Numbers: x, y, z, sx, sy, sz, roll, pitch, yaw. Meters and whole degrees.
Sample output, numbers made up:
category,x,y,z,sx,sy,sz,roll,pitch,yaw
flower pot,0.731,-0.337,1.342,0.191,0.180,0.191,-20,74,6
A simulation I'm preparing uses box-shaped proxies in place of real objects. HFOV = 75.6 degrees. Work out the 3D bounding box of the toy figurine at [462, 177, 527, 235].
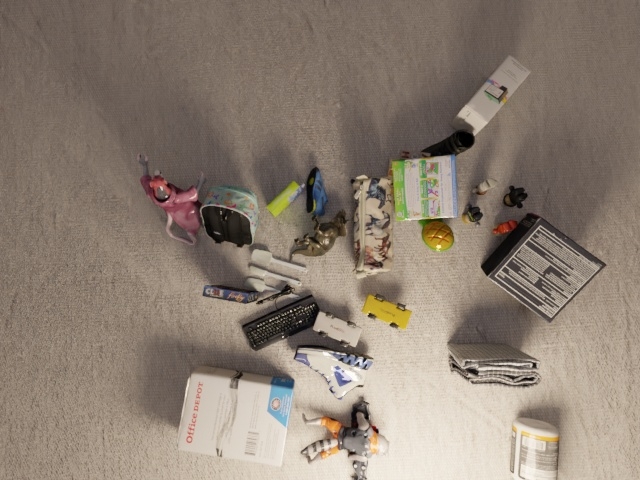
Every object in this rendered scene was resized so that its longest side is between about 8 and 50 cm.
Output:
category,x,y,z,sx,sy,sz,roll,pitch,yaw
toy figurine,0.708,-0.137,1.686,0.209,0.148,0.213,19,87,8

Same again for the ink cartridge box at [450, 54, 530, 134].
category,x,y,z,sx,sy,sz,roll,pitch,yaw
ink cartridge box,0.687,-0.578,1.693,0.117,0.201,0.278,41,86,4

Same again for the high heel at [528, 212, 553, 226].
category,x,y,z,sx,sy,sz,roll,pitch,yaw
high heel,0.910,0.005,1.698,0.117,0.082,0.244,-42,98,-13

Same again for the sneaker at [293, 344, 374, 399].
category,x,y,z,sx,sy,sz,roll,pitch,yaw
sneaker,0.043,0.522,1.623,0.315,0.127,0.182,11,82,-1

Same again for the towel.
category,x,y,z,sx,sy,sz,roll,pitch,yaw
towel,0.648,0.480,1.576,0.283,0.235,0.121,-1,90,0

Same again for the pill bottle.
category,x,y,z,sx,sy,sz,roll,pitch,yaw
pill bottle,0.813,0.841,1.575,0.162,0.162,0.278,6,85,1

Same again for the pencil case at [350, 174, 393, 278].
category,x,y,z,sx,sy,sz,roll,pitch,yaw
pencil case,0.202,-0.054,1.655,0.183,0.160,0.410,5,83,-41

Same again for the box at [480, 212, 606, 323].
category,x,y,z,sx,sy,sz,roll,pitch,yaw
box,0.845,0.100,1.603,0.296,0.183,0.294,38,104,3

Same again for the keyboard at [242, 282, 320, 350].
category,x,y,z,sx,sy,sz,roll,pitch,yaw
keyboard,-0.168,0.303,1.687,0.317,0.033,0.202,-24,89,-3

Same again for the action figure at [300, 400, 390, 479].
category,x,y,z,sx,sy,sz,roll,pitch,yaw
action figure,0.103,0.808,1.576,0.330,0.178,0.341,-6,82,9

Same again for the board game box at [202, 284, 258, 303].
category,x,y,z,sx,sy,sz,roll,pitch,yaw
board game box,-0.340,0.206,1.595,0.165,0.243,0.042,10,84,1

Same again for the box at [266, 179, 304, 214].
category,x,y,z,sx,sy,sz,roll,pitch,yaw
box,-0.141,-0.176,1.700,0.178,0.109,0.042,-44,84,-4

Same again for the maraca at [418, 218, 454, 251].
category,x,y,z,sx,sy,sz,roll,pitch,yaw
maraca,0.475,-0.036,1.697,0.127,0.099,0.186,-12,58,-4

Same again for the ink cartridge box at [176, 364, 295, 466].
category,x,y,z,sx,sy,sz,roll,pitch,yaw
ink cartridge box,-0.315,0.662,1.589,0.394,0.166,0.285,10,84,0

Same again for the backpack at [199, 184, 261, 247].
category,x,y,z,sx,sy,sz,roll,pitch,yaw
backpack,-0.351,-0.109,1.625,0.225,0.253,0.191,12,65,2

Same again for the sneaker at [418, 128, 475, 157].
category,x,y,z,sx,sy,sz,roll,pitch,yaw
sneaker,0.501,-0.369,1.701,0.295,0.147,0.105,-29,87,-1

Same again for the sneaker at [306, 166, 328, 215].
category,x,y,z,sx,sy,sz,roll,pitch,yaw
sneaker,-0.011,-0.203,1.734,0.082,0.069,0.209,10,73,-32

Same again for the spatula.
category,x,y,z,sx,sy,sz,roll,pitch,yaw
spatula,-0.183,0.144,1.711,0.242,0.019,0.168,16,87,2

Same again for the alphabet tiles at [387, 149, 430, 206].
category,x,y,z,sx,sy,sz,roll,pitch,yaw
alphabet tiles,0.375,-0.249,1.709,0.198,0.009,0.237,10,101,11

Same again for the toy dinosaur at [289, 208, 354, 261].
category,x,y,z,sx,sy,sz,roll,pitch,yaw
toy dinosaur,0.000,0.000,1.676,0.160,0.121,0.313,34,100,-29

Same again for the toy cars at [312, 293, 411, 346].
category,x,y,z,sx,sy,sz,roll,pitch,yaw
toy cars,0.166,0.322,1.668,0.393,0.087,0.176,-19,80,1

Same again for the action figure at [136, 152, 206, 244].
category,x,y,z,sx,sy,sz,roll,pitch,yaw
action figure,-0.584,-0.156,1.567,0.248,0.370,0.276,15,83,0

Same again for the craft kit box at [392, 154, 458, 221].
category,x,y,z,sx,sy,sz,roll,pitch,yaw
craft kit box,0.422,-0.209,1.672,0.246,0.061,0.250,-3,98,11
